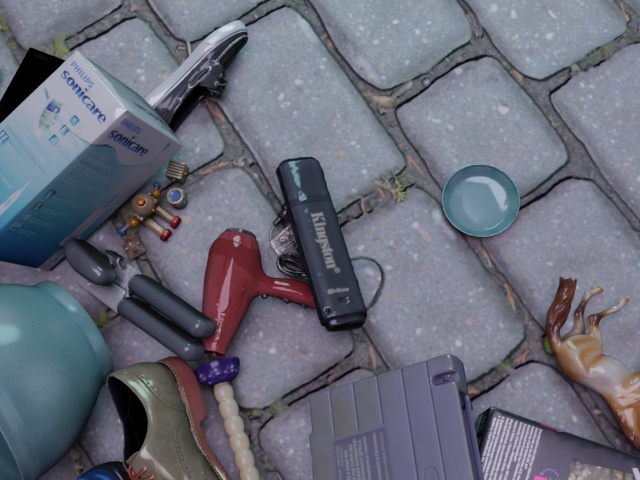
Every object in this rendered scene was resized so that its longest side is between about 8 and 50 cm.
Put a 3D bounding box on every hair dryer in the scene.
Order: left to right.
[{"bbox_3d":[-0.066,0.064,1.303,0.293,0.080,0.223,-37,75,-15],"label":"hair dryer"}]

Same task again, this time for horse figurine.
[{"bbox_3d":[0.421,0.171,1.270,0.263,0.066,0.174,39,74,10],"label":"horse figurine"}]

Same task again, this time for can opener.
[{"bbox_3d":[-0.274,0.087,1.288,0.280,0.093,0.074,29,98,29],"label":"can opener"}]

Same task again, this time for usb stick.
[{"bbox_3d":[0.000,0.000,1.293,0.077,0.045,0.278,-4,64,-27],"label":"usb stick"}]

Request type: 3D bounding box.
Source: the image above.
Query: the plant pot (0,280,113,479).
[{"bbox_3d":[-0.418,0.175,1.225,0.293,0.293,0.196,45,54,13],"label":"plant pot"}]

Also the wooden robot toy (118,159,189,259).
[{"bbox_3d":[-0.257,-0.052,1.362,0.076,0.079,0.173,32,79,11],"label":"wooden robot toy"}]

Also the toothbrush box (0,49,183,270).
[{"bbox_3d":[-0.376,-0.105,1.285,0.295,0.216,0.126,-42,76,5],"label":"toothbrush box"}]

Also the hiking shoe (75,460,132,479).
[{"bbox_3d":[-0.376,0.427,1.206,0.113,0.132,0.304,43,81,13],"label":"hiking shoe"}]

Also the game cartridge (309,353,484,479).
[{"bbox_3d":[0.101,0.342,1.116,0.230,0.068,0.355,-23,57,28],"label":"game cartridge"}]

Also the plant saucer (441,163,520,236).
[{"bbox_3d":[0.248,-0.060,1.366,0.119,0.021,0.119,-1,75,4],"label":"plant saucer"}]

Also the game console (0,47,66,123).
[{"bbox_3d":[-0.566,-0.238,1.450,0.361,0.044,0.213,21,76,9],"label":"game console"}]

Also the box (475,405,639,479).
[{"bbox_3d":[0.328,0.336,1.175,0.270,0.165,0.143,19,77,8],"label":"box"}]

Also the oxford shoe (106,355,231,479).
[{"bbox_3d":[-0.208,0.331,1.207,0.123,0.130,0.348,-43,61,36],"label":"oxford shoe"}]

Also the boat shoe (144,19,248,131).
[{"bbox_3d":[-0.191,-0.255,1.418,0.228,0.080,0.076,-43,83,-7],"label":"boat shoe"}]

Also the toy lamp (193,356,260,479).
[{"bbox_3d":[-0.109,0.306,1.256,0.080,0.080,0.274,-17,72,-2],"label":"toy lamp"}]
